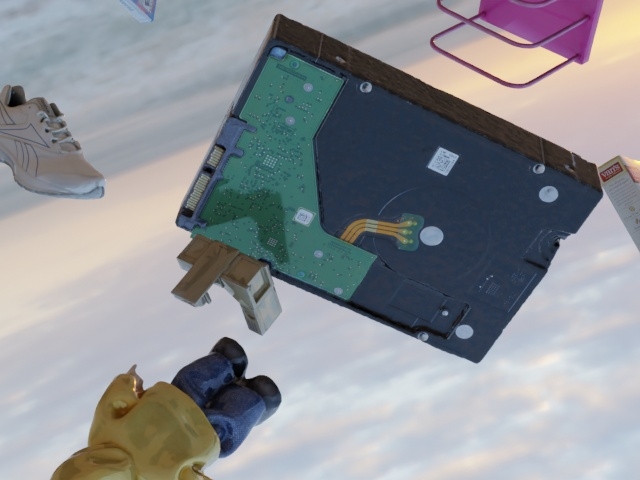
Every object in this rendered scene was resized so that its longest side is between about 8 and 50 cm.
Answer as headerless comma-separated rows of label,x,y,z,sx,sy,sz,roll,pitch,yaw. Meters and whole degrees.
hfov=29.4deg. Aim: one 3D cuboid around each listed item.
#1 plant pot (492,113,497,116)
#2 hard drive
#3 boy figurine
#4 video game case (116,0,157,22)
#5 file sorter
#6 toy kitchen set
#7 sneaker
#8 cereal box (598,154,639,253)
plant pot,0.188,-0.077,1.707,0.284,0.284,0.191,-26,168,-40
hard drive,0.060,-0.040,1.154,0.064,0.339,0.237,-84,-160,-56
boy figurine,-0.156,0.209,1.214,0.285,0.177,0.092,-36,168,-46
video game case,-0.161,-0.254,0.918,0.015,0.119,0.166,1,164,22
file sorter,0.295,-0.400,1.797,0.202,0.290,0.182,32,-136,29
toy kitchen set,-0.094,0.052,1.127,0.083,0.075,0.068,23,-121,29
sneaker,-0.449,-0.155,1.954,0.297,0.129,0.111,31,-164,30
cereal box,0.460,0.003,1.627,0.047,0.240,0.173,-32,164,24
